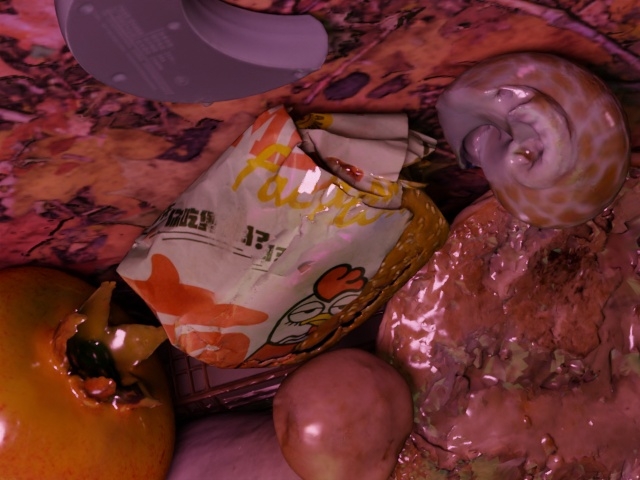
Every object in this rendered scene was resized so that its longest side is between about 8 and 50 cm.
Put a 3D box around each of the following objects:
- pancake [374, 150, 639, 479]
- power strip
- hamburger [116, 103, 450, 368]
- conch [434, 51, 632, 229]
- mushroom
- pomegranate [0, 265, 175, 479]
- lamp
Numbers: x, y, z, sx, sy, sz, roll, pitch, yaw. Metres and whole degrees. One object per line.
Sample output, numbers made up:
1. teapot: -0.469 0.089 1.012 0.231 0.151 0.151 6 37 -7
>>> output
1. pancake: 0.211 0.110 1.451 0.387 0.387 0.082 -4 -164 -16
2. power strip: -0.078 -0.132 1.113 0.137 0.044 0.216 -17 153 9
3. hamburger: 0.001 -0.001 1.313 0.214 0.125 0.235 -31 153 23
4. conch: 0.150 -0.070 1.273 0.116 0.106 0.173 -6 143 41
5. mushroom: -0.050 0.183 1.399 0.122 0.159 0.328 28 146 -20
6. pomegranate: -0.203 0.120 1.352 0.221 0.221 0.256 10 143 -36
7. lamp: -0.048 0.094 1.516 0.325 0.090 0.089 -18 152 10
